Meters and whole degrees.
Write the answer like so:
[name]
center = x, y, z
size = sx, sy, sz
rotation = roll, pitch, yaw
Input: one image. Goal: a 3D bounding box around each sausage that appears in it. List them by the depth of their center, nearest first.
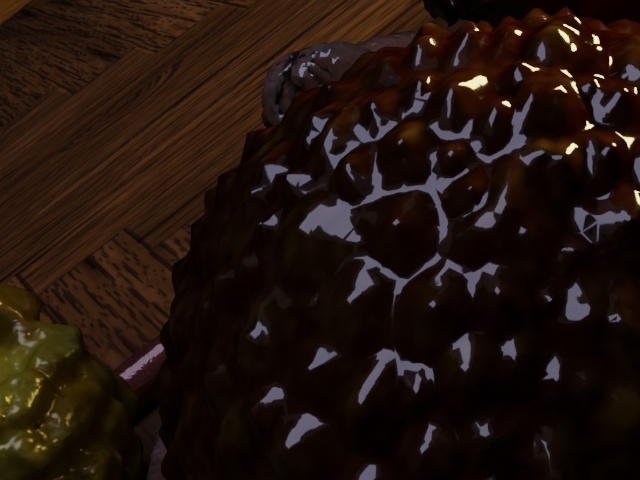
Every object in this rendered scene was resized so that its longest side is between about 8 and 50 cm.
[sausage]
center = -0.154, 0.119, 0.970
size = 0.223, 0.029, 0.029
rotation = -38, 21, -8

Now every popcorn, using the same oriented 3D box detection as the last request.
[popcorn]
center = -0.178, 0.113, 0.853
size = 0.198, 0.155, 0.197
rotation = -24, 35, 19

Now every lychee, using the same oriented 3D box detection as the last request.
[lychee]
center = 0.060, 0.057, 0.524
size = 0.236, 0.236, 0.271
rotation = -4, 61, 54

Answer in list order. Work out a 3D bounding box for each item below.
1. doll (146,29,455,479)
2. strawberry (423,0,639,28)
[doll]
center = 0.000, 0.000, 0.834
size = 0.201, 0.156, 0.303
rotation = -2, 42, 45
[strawberry]
center = 0.147, -0.266, 0.866
size = 0.267, 0.351, 0.312
rotation = -5, 27, -34
